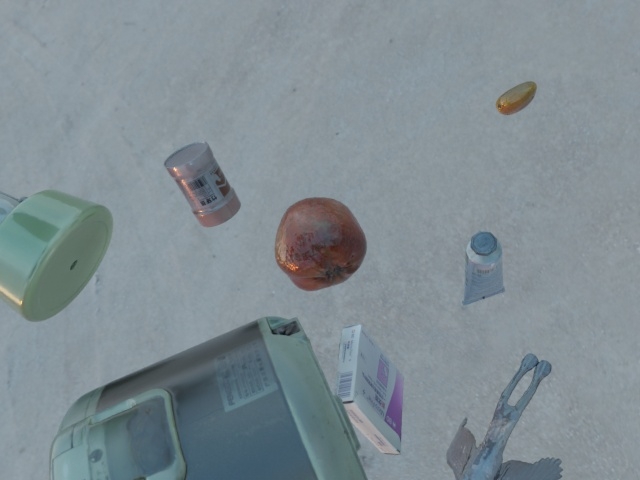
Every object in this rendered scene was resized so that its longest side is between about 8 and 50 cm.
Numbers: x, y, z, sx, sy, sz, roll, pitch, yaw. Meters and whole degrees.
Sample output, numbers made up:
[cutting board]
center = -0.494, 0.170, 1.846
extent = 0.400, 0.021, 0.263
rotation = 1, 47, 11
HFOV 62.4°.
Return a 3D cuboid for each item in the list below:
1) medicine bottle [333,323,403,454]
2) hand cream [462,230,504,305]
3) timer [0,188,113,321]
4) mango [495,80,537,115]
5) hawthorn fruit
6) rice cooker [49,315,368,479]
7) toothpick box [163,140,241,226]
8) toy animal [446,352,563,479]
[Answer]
[medicine bottle]
center = 0.095, 0.284, 1.005
extent = 0.052, 0.201, 0.171
rotation = -18, 38, 26
[hand cream]
center = 0.303, 0.061, 0.988
extent = 0.091, 0.271, 0.058
rotation = -23, 60, 6
[timer]
center = -0.675, -0.016, 1.159
extent = 0.316, 0.291, 0.290
rotation = 28, 79, 0
[mango]
center = 0.525, -0.381, 1.412
extent = 0.114, 0.080, 0.060
rotation = -28, 75, 14
[hawthorn fruit]
center = 0.000, 0.000, 1.550
extent = 0.276, 0.275, 0.299
rotation = -21, 44, 21
[rice cooker]
center = -0.118, 0.277, 0.601
extent = 0.326, 0.335, 0.335
rotation = -22, 52, -7
[toothpick box]
center = -0.237, -0.113, 1.073
extent = 0.099, 0.148, 0.098
rotation = -17, 34, 12
[toy animal]
center = 0.341, 0.412, 1.014
extent = 0.225, 0.284, 0.302
rotation = 25, 42, 30
